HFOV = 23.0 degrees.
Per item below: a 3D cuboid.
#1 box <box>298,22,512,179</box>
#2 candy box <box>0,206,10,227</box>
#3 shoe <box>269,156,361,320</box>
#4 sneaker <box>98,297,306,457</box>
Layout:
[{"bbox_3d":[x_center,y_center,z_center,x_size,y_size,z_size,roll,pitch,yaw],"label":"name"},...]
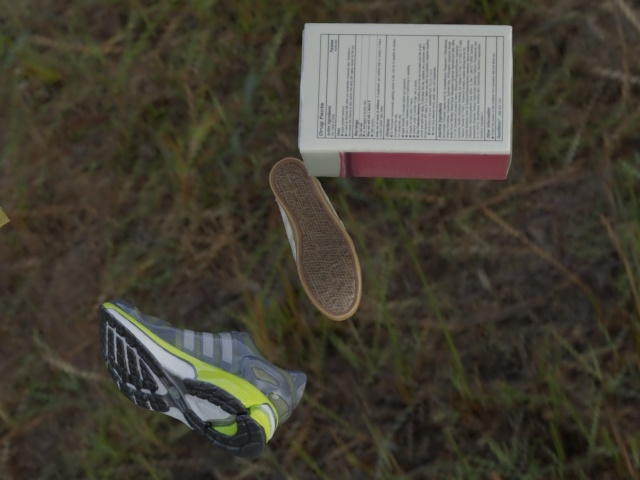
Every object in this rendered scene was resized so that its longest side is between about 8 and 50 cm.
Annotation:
[{"bbox_3d":[0.097,-0.152,1.755,0.232,0.127,0.149,2,79,5],"label":"box"},{"bbox_3d":[-0.402,-0.002,1.670,0.109,0.053,0.187,-32,6,3],"label":"candy box"},{"bbox_3d":[0.000,0.000,1.924,0.076,0.058,0.219,-22,69,6],"label":"shoe"},{"bbox_3d":[-0.145,0.149,1.864,0.300,0.111,0.121,30,40,29],"label":"sneaker"}]
